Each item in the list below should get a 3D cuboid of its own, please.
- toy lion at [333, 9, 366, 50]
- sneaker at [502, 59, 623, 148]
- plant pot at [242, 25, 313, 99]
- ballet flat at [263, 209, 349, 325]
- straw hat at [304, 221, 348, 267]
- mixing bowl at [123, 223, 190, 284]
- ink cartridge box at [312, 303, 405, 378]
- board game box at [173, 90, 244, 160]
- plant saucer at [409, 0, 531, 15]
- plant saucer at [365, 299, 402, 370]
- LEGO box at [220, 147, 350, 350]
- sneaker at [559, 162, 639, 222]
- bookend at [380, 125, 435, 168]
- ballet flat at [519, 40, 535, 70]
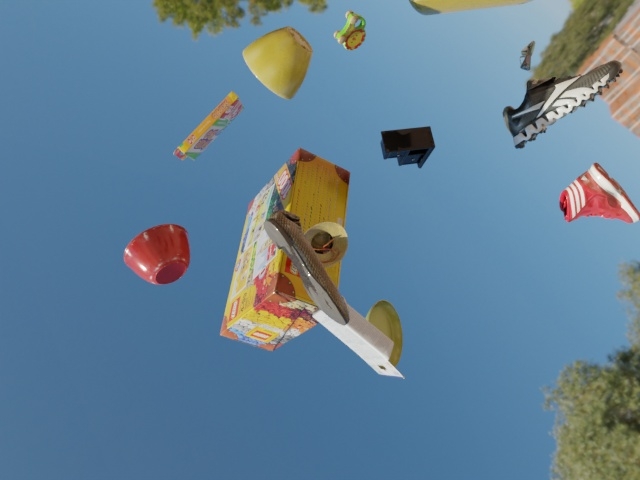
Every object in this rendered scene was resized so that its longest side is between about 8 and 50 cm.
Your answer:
[{"bbox_3d":[0.092,-0.578,1.506,0.096,0.100,0.034,-3,-130,-43],"label":"toy lion"},{"bbox_3d":[0.456,-0.285,1.053,0.106,0.234,0.078,58,-148,7],"label":"sneaker"},{"bbox_3d":[-0.071,-0.361,1.068,0.134,0.095,0.134,37,-150,-26],"label":"plant pot"},{"bbox_3d":[-0.012,0.048,0.975,0.058,0.084,0.249,-42,-73,-26],"label":"ballet flat"},{"bbox_3d":[0.000,0.000,1.424,0.145,0.144,0.061,15,-156,-28],"label":"straw hat"},{"bbox_3d":[-0.419,0.053,1.447,0.181,0.181,0.098,-6,-131,-43],"label":"mixing bowl"},{"bbox_3d":[0.089,0.218,1.225,0.224,0.223,0.045,41,-104,1],"label":"ink cartridge box"},{"bbox_3d":[-0.342,-0.343,1.675,0.039,0.259,0.124,46,179,2],"label":"board game box"},{"bbox_3d":[0.316,-0.619,1.212,0.333,0.081,0.332,-8,-123,-4],"label":"plant saucer"},{"bbox_3d":[0.209,0.324,1.846,0.241,0.037,0.240,20,-115,-51],"label":"plant saucer"},{"bbox_3d":[-0.103,0.033,1.656,0.193,0.372,0.500,23,-127,-23],"label":"LEGO box"},{"bbox_3d":[0.620,-0.081,1.229,0.221,0.128,0.087,33,-145,-31],"label":"sneaker"},{"bbox_3d":[0.253,-0.279,1.680,0.157,0.156,0.072,-7,-106,-9],"label":"bookend"},{"bbox_3d":[0.653,-0.588,1.717,0.041,0.041,0.114,25,-111,-17],"label":"ballet flat"}]
